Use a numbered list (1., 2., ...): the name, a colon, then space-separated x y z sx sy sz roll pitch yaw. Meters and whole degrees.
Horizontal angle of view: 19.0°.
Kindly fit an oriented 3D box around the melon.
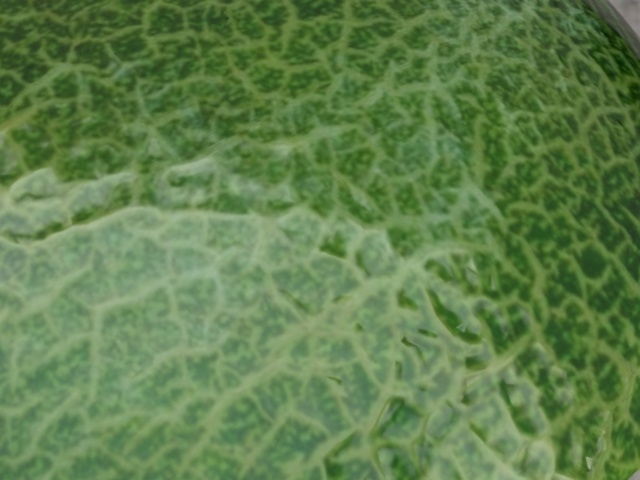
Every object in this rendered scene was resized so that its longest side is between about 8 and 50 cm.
1. melon: 0.000 0.000 0.759 0.331 0.343 0.226 49 169 24
